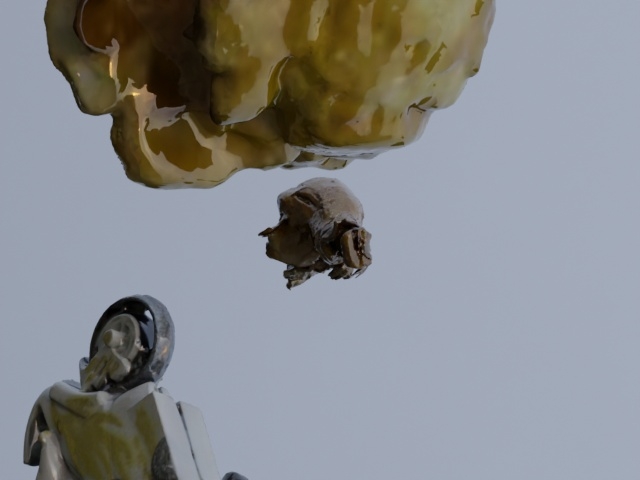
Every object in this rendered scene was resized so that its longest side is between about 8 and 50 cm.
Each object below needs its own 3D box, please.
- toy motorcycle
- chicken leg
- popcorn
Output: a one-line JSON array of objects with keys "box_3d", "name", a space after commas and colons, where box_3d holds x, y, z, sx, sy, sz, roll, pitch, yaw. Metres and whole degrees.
[{"box_3d": [-0.123, 0.148, 1.148, 0.151, 0.074, 0.228, -33, -125, 27], "name": "toy motorcycle"}, {"box_3d": [0.002, -0.003, 1.824, 0.085, 0.101, 0.207, 59, -5, -15], "name": "chicken leg"}, {"box_3d": [-0.028, -0.131, 1.080, 0.190, 0.253, 0.191, 51, -51, 51], "name": "popcorn"}]
